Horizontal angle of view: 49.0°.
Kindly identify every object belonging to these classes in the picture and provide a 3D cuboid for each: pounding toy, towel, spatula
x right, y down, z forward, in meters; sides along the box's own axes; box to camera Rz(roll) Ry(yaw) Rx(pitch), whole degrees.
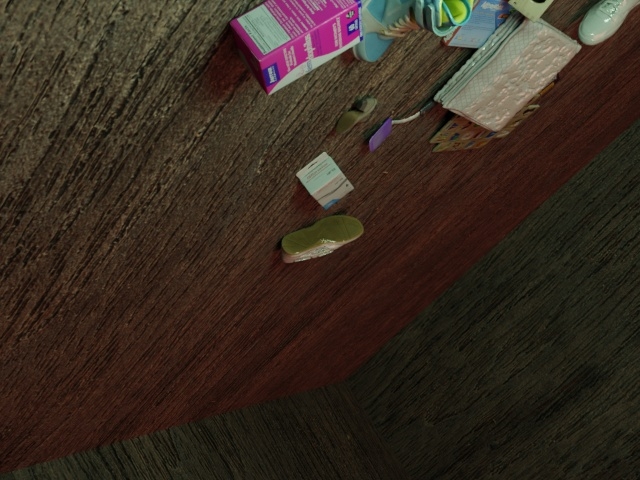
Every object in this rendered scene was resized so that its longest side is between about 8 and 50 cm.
[{"bbox_3d":[0.529,-0.619,1.618,0.206,0.094,0.181,-53,180,36],"label":"pounding toy"},{"bbox_3d":[0.514,-0.451,1.914,0.316,0.053,0.332,8,136,-45],"label":"towel"},{"bbox_3d":[0.247,-0.340,1.919,0.296,0.030,0.084,-34,159,-8],"label":"spatula"}]

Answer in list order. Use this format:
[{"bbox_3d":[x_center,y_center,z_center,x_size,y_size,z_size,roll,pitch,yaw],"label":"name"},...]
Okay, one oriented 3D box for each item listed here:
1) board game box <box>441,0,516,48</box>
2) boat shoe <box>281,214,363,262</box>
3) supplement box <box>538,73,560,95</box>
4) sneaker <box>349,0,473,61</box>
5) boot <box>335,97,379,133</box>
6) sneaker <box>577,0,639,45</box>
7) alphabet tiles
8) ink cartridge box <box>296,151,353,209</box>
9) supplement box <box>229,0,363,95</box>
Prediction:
[{"bbox_3d":[0.432,-0.550,1.774,0.281,0.027,0.145,-12,150,-45],"label":"board game box"},{"bbox_3d":[0.000,0.000,2.163,0.277,0.098,0.096,-16,152,-22],"label":"boat shoe"},{"bbox_3d":[0.642,-0.506,2.099,0.104,0.081,0.188,-41,158,13],"label":"supplement box"},{"bbox_3d":[0.178,-0.437,1.384,0.127,0.208,0.319,-22,154,-35],"label":"sneaker"},{"bbox_3d":[0.098,-0.307,1.753,0.118,0.042,0.087,-46,158,24],"label":"boot"},{"bbox_3d":[0.849,-0.702,1.996,0.292,0.108,0.169,-44,157,-6],"label":"sneaker"},{"bbox_3d":[0.509,-0.362,2.177,0.342,0.011,0.285,-9,157,-33],"label":"alphabet tiles"},{"bbox_3d":[0.013,-0.158,1.900,0.104,0.060,0.180,-38,158,5],"label":"ink cartridge box"},{"bbox_3d":[-0.041,-0.386,1.295,0.220,0.114,0.111,-31,159,-7],"label":"supplement box"}]
